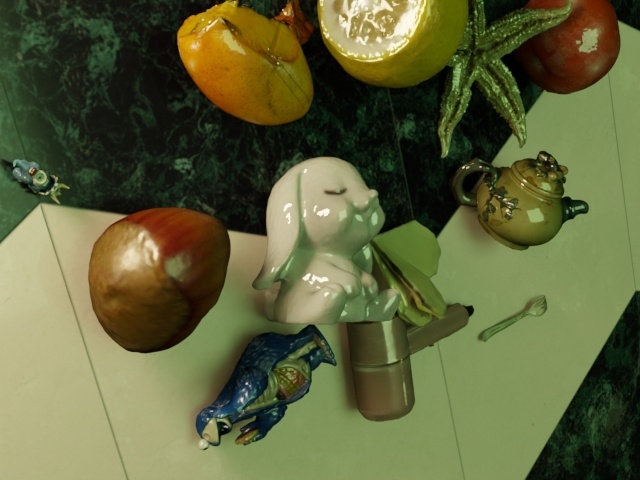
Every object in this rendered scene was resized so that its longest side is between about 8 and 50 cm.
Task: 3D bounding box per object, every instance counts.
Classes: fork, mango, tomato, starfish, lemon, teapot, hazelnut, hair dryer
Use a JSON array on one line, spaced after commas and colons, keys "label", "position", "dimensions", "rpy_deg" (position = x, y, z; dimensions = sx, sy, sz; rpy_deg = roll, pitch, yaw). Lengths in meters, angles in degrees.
[{"label": "fork", "position": [0.407, 0.161, 1.869], "dimensions": [0.219, 0.028, 0.034], "rpy_deg": [-22, 112, -36]}, {"label": "mango", "position": [-0.103, -0.258, 1.346], "dimensions": [0.252, 0.126, 0.153], "rpy_deg": [32, 64, -44]}, {"label": "tomato", "position": [0.483, -0.394, 1.753], "dimensions": [0.184, 0.208, 0.208], "rpy_deg": [-38, 119, -9]}, {"label": "starfish", "position": [0.269, -0.331, 1.652], "dimensions": [0.347, 0.078, 0.357], "rpy_deg": [22, 106, -21]}, {"label": "lemon", "position": [0.126, -0.364, 1.457], "dimensions": [0.219, 0.241, 0.240], "rpy_deg": [0, 95, -61]}, {"label": "teapot", "position": [0.383, -0.092, 1.719], "dimensions": [0.270, 0.173, 0.182], "rpy_deg": [23, 121, -11]}, {"label": "hazelnut", "position": [-0.227, 0.044, 1.255], "dimensions": [0.186, 0.210, 0.210], "rpy_deg": [13, 87, -16]}, {"label": "hair dryer", "position": [0.190, 0.188, 1.658], "dimensions": [0.344, 0.107, 0.189], "rpy_deg": [-18, 103, -43]}]

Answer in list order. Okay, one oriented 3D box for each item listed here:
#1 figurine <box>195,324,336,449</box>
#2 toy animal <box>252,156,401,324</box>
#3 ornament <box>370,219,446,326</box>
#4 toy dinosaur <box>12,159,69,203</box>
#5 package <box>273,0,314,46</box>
[{"label": "figurine", "position": [-0.096, 0.224, 1.419], "dimensions": [0.262, 0.121, 0.164], "rpy_deg": [-32, 150, -24]}, {"label": "toy animal", "position": [0.000, 0.000, 1.426], "dimensions": [0.272, 0.206, 0.264], "rpy_deg": [2, 85, -54]}, {"label": "ornament", "position": [0.146, 0.038, 1.570], "dimensions": [0.180, 0.059, 0.201], "rpy_deg": [35, 37, -29]}, {"label": "toy dinosaur", "position": [-0.373, -0.083, 1.192], "dimensions": [0.083, 0.047, 0.030], "rpy_deg": [41, 71, -36]}, {"label": "package", "position": [-0.050, -0.338, 1.437], "dimensions": [0.077, 0.033, 0.110], "rpy_deg": [52, 58, -20]}]
